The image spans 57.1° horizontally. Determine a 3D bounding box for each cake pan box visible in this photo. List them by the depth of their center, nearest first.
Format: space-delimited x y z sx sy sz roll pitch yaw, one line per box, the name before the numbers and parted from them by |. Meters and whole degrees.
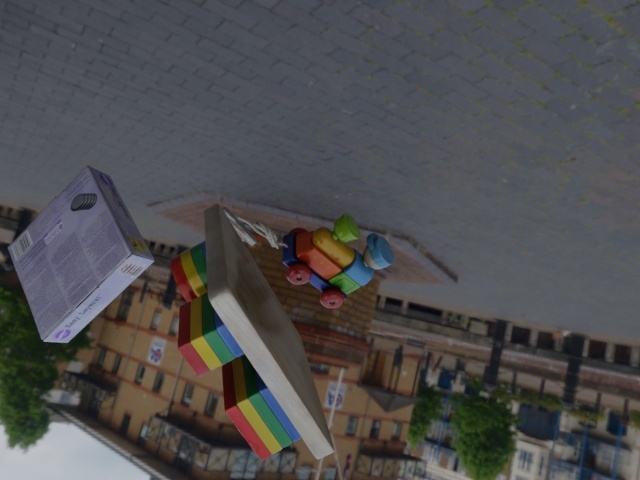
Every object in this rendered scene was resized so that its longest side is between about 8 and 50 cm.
cake pan box | -0.475 0.030 1.141 0.245 0.267 0.070 53 -169 30

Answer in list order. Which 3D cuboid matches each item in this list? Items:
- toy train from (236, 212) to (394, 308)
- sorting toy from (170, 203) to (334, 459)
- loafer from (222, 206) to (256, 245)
toy train | 0.000 0.000 0.971 0.143 0.105 0.248 -31 129 26
sorting toy | -0.099 0.118 0.745 0.257 0.090 0.255 62 -179 -26
loafer | -0.216 -0.030 1.499 0.125 0.039 0.045 48 -171 -17
